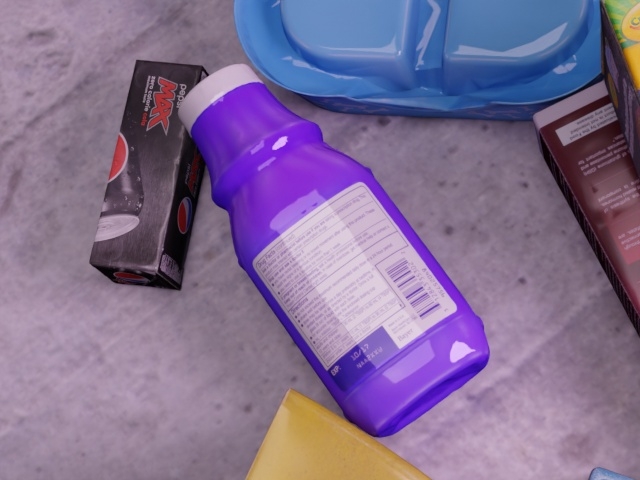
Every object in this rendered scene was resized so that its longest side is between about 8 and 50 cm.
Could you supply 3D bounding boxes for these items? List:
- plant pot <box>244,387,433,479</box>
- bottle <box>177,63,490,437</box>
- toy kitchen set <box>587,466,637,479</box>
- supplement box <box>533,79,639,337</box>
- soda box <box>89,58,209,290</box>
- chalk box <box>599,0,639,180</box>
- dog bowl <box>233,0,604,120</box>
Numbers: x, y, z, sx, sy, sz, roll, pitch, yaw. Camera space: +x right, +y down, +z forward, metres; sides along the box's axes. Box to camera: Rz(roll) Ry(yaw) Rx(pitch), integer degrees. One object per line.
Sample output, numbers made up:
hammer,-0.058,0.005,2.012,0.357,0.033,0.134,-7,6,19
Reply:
plant pot,0.025,0.239,0.957,0.187,0.212,0.212,24,79,6
bottle,0.000,0.000,1.075,0.118,0.092,0.283,-36,74,0
toy kitchen set,0.192,0.249,0.923,0.122,0.166,0.207,17,78,16
supplement box,0.257,-0.005,1.038,0.130,0.073,0.239,-25,68,4
soda box,-0.125,-0.051,1.153,0.060,0.053,0.169,6,74,15
chalk box,0.258,-0.101,0.960,0.132,0.132,0.213,-16,70,6
dog bowl,0.086,-0.169,1.130,0.297,0.074,0.166,4,74,14
